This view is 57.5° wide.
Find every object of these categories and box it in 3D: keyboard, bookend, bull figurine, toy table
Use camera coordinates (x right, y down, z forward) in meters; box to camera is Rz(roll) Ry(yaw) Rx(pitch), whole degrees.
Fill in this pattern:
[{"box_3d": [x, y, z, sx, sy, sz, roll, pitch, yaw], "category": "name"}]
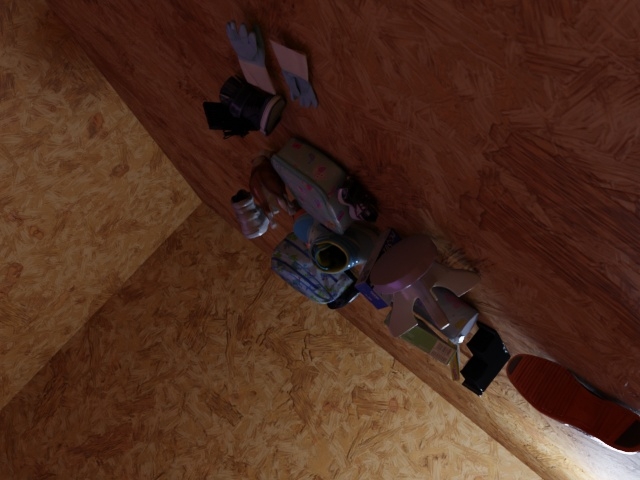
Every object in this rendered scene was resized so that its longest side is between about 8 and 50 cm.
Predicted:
[{"box_3d": [-0.216, -0.316, 1.517, 0.038, 0.192, 0.100, -20, 87, 37], "category": "keyboard"}, {"box_3d": [0.462, 0.346, 1.700, 0.072, 0.157, 0.156, 29, 164, 48], "category": "bookend"}, {"box_3d": [-0.146, -0.160, 1.706, 0.188, 0.101, 0.310, 63, -170, -16], "category": "bull figurine"}, {"box_3d": [0.236, 0.102, 1.398, 0.161, 0.252, 0.274, 53, -159, -8], "category": "toy table"}]

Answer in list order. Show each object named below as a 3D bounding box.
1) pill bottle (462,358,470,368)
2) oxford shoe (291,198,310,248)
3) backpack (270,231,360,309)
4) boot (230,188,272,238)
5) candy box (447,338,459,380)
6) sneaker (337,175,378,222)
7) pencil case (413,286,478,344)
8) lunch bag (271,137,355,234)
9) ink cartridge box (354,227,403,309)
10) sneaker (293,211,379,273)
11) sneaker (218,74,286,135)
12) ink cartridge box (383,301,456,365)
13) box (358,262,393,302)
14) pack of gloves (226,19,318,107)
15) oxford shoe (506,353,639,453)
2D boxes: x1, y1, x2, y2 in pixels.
[{"box_3d": [0.566, 0.476, 2.134, 0.083, 0.043, 0.043, 38, 168, 22], "category": "pill bottle"}, {"box_3d": [-0.036, -0.053, 2.116, 0.098, 0.097, 0.271, 58, 176, 37], "category": "oxford shoe"}, {"box_3d": [-0.032, 0.121, 2.397, 0.355, 0.273, 0.290, 56, 174, -6], "category": "backpack"}, {"box_3d": [-0.207, -0.099, 1.735, 0.258, 0.095, 0.123, -109, -1, -74], "category": "boot"}, {"box_3d": [0.413, 0.340, 1.807, 0.206, 0.027, 0.105, -50, -47, -70], "category": "candy box"}, {"box_3d": [0.106, -0.102, 1.490, 0.077, 0.072, 0.178, 22, 168, 28], "category": "sneaker"}, {"box_3d": [0.313, 0.177, 1.659, 0.273, 0.124, 0.113, 35, 127, 25], "category": "pencil case"}, {"box_3d": [-0.012, -0.143, 1.587, 0.224, 0.108, 0.279, 36, 167, 29], "category": "lunch bag"}, {"box_3d": [0.171, 0.073, 1.544, 0.097, 0.207, 0.046, 45, 139, -18], "category": "ink cartridge box"}, {"box_3d": [0.000, 0.000, 1.727, 0.319, 0.208, 0.127, 15, 115, 36], "category": "sneaker"}, {"box_3d": [-0.172, -0.343, 1.428, 0.163, 0.086, 0.226, 40, 170, -6], "category": "sneaker"}, {"box_3d": [0.250, 0.241, 1.601, 0.171, 0.056, 0.235, 32, -178, -18], "category": "ink cartridge box"}, {"box_3d": [0.216, 0.117, 1.838, 0.170, 0.091, 0.130, 41, 169, 8], "category": "box"}, {"box_3d": [-0.090, -0.371, 1.210, 0.195, 0.046, 0.232, 27, 169, 13], "category": "pack of gloves"}, {"box_3d": [0.636, 0.418, 1.474, 0.363, 0.130, 0.133, 35, 175, 39], "category": "oxford shoe"}]
